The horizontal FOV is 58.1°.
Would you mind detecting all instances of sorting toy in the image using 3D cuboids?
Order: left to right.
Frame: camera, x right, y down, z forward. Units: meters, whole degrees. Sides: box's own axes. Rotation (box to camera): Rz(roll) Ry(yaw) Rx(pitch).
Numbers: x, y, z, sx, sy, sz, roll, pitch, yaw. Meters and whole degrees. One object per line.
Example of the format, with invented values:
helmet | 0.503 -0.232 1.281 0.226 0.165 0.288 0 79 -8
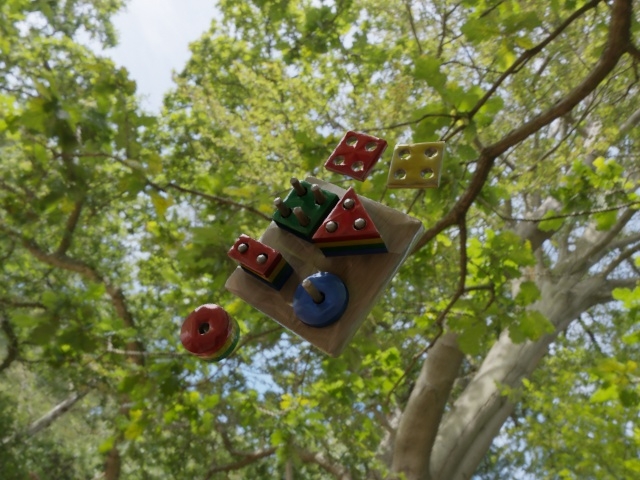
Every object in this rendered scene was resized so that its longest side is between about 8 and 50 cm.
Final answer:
sorting toy | 0.000 0.000 0.485 0.132 0.274 0.046 27 -17 36
